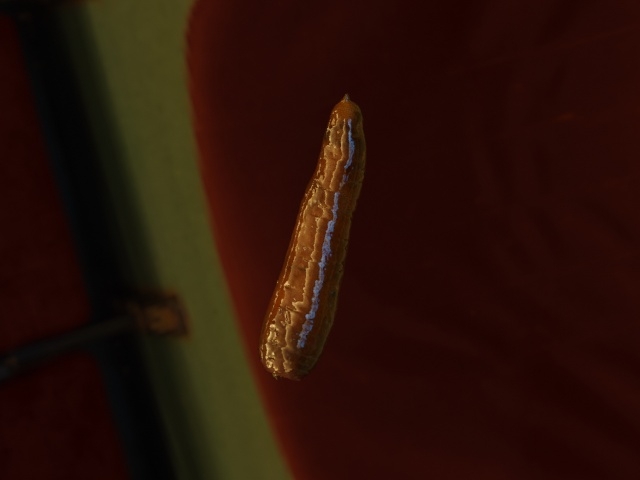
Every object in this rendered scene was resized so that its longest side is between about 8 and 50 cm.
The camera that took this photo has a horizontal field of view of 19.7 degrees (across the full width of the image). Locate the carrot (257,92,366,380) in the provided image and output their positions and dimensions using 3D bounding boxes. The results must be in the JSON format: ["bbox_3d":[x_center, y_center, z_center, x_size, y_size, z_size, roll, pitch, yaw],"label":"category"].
[{"bbox_3d":[0.000,0.000,1.528,0.059,0.059,0.248,26,103,59],"label":"carrot"}]
